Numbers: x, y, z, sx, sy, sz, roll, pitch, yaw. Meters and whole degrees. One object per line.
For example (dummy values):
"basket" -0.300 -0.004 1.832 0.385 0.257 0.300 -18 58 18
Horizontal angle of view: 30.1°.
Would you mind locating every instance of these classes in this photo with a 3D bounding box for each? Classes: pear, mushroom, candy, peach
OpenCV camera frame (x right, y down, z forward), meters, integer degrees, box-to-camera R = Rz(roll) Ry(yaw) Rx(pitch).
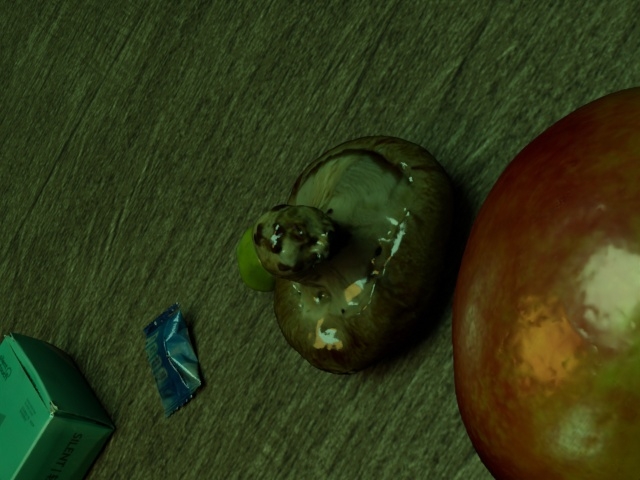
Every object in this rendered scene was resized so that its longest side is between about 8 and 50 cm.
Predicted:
"pear" -0.064 0.018 1.513 0.092 0.092 0.097 -56 28 12
"mushroom" 0.027 -0.006 1.357 0.267 0.254 0.267 -25 33 18
"candy" -0.203 0.163 1.623 0.088 0.038 0.136 -36 61 34
"peach" 0.279 0.071 0.948 0.388 0.388 0.388 -19 61 39

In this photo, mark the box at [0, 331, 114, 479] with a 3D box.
"box" -0.453 0.323 1.745 0.205 0.118 0.311 43 105 43
